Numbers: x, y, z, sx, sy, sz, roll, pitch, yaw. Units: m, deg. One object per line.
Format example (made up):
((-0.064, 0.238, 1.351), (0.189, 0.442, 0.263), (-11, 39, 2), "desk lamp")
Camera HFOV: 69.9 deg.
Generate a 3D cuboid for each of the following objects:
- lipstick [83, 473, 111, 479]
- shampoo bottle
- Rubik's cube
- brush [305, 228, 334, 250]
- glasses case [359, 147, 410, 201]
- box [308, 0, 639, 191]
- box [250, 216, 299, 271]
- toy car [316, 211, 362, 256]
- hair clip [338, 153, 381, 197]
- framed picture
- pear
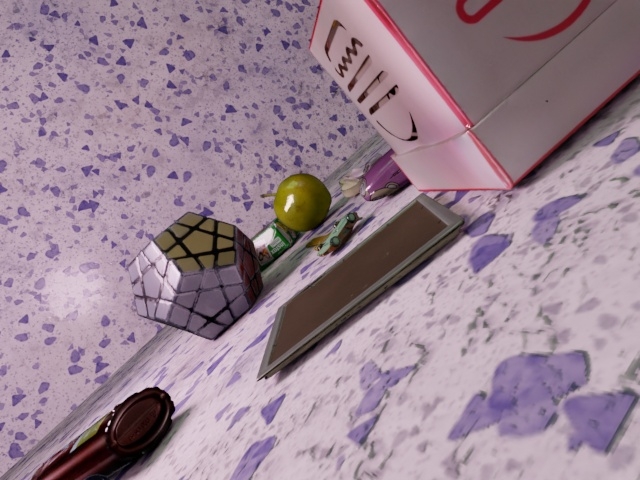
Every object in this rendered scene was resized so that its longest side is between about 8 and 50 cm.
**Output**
((-0.352, 0.390, 0.594), (0.234, 0.053, 0.053), (-44, 7, 17), "lipstick")
((-0.369, 0.346, 0.741), (0.323, 0.084, 0.129), (-37, 6, 29), "shampoo bottle")
((-0.296, 0.088, 1.113), (0.319, 0.264, 0.319), (-41, 8, 7), "Rubik's cube")
((0.000, 0.000, 1.108), (0.082, 0.010, 0.218), (-44, 8, -16), "brush")
((0.204, -0.187, 0.902), (0.316, 0.076, 0.123), (-38, 9, 21), "glasses case")
((0.196, -0.271, 0.591), (0.312, 0.300, 0.314), (-42, 8, -1), "box")
((-0.193, 0.027, 1.543), (0.250, 0.103, 0.180), (-38, 9, 16), "box")
((0.035, -0.009, 0.905), (0.059, 0.035, 0.122), (-30, 23, 55), "toy car")
((0.130, -0.194, 1.317), (0.159, 0.071, 0.218), (-42, 13, -24), "hair clip")
((0.045, 0.050, 0.607), (0.296, 0.019, 0.232), (-39, 9, 10), "framed picture")
((-0.077, -0.124, 1.397), (0.166, 0.216, 0.180), (-53, -18, -60), "pear")
